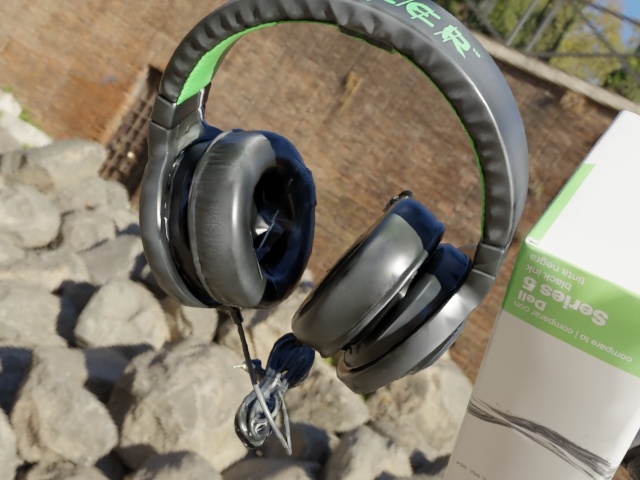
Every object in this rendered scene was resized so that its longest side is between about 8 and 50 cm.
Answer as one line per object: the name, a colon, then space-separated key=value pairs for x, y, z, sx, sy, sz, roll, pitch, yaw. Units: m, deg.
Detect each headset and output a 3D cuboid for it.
headset: x=0.000 y=0.000 z=0.645 sx=0.243 sy=0.394 sz=0.185 roll=26 pitch=36 yaw=11

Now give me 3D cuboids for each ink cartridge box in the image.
ink cartridge box: x=0.204 y=0.073 z=0.682 sx=0.115 sy=0.272 sz=0.198 roll=27 pitch=44 yaw=20

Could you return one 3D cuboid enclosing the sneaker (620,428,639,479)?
sneaker: x=0.457 y=0.261 z=1.013 sx=0.269 sy=0.101 sz=0.153 roll=-4 pitch=59 yaw=-23
